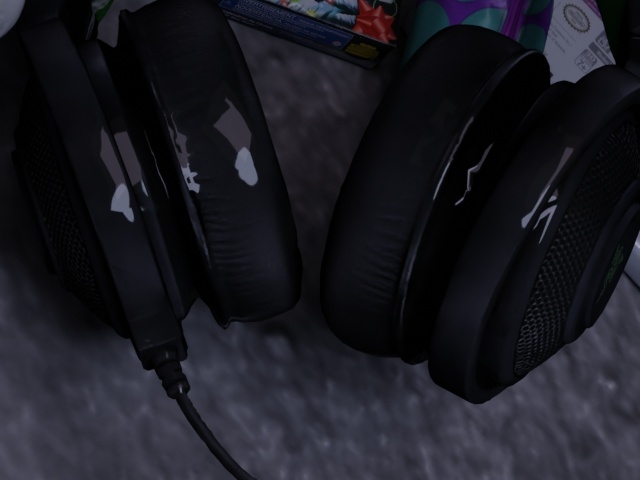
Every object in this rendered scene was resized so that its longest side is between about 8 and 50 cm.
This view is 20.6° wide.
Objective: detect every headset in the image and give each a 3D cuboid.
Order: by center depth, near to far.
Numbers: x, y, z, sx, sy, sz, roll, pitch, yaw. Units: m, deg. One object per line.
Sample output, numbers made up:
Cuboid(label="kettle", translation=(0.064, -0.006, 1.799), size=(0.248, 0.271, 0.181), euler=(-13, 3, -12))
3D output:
Cuboid(label="headset", translation=(0.000, 0.000, 0.660), size=(0.243, 0.185, 0.394), euler=(6, 59, 8))

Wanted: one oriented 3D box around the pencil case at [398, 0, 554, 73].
Cuboid(label="pencil case", translation=(0.064, -0.066, 0.751), size=(0.064, 0.070, 0.152), euler=(21, 76, -24))

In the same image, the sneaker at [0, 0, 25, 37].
Cuboid(label="sneaker", translation=(-0.209, -0.154, 0.634), size=(0.240, 0.091, 0.126), euler=(19, 56, -5))

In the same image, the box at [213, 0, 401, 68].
Cuboid(label="box", translation=(-0.005, -0.154, 0.793), size=(0.094, 0.027, 0.137), euler=(17, 64, -21))

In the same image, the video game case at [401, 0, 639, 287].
Cuboid(label="video game case", translation=(0.160, -0.083, 0.853), size=(0.201, 0.023, 0.183), euler=(47, 58, -3))
